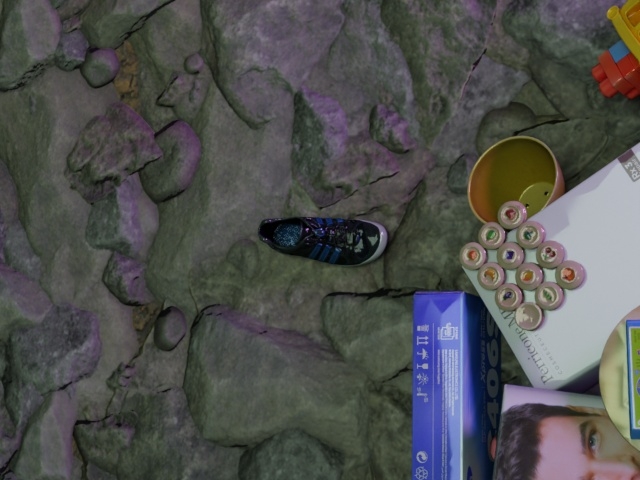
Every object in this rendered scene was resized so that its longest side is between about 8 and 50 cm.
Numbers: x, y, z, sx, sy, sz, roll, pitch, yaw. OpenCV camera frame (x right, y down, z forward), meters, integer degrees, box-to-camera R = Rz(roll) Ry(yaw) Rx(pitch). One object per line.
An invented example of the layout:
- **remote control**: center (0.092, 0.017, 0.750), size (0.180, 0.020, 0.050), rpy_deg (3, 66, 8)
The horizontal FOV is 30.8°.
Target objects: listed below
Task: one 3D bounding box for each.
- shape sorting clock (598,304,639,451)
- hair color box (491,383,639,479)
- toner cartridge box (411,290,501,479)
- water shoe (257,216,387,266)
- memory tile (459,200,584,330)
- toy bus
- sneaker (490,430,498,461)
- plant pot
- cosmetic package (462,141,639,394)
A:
- **shape sorting clock**: center (0.432, 0.163, 1.364), size (0.206, 0.040, 0.206), rpy_deg (-2, 74, 7)
- **hair color box**: center (0.397, 0.299, 1.401), size (0.374, 0.114, 0.185), rpy_deg (6, 66, 12)
- **toner cartridge box**: center (0.187, 0.249, 1.573), size (0.075, 0.165, 0.348), rpy_deg (-3, 81, 27)
- **water shoe**: center (0.000, 0.000, 1.758), size (0.203, 0.080, 0.073), rpy_deg (0, 82, 28)
- **memory tile**: center (0.254, 0.032, 1.483), size (0.113, 0.012, 0.148), rpy_deg (-47, 65, 14)
- **toy bus**: center (0.462, -0.240, 1.498), size (0.211, 0.149, 0.220), rpy_deg (-40, 44, 22)
- **sneaker**: center (0.274, 0.405, 1.529), size (0.136, 0.116, 0.314), rpy_deg (-30, 69, 22)
- **plant pot**: center (0.283, -0.064, 1.604), size (0.134, 0.095, 0.134), rpy_deg (-15, 63, 31)
- **cosmetic package**: center (0.406, 0.021, 1.499), size (0.385, 0.156, 0.217), rpy_deg (-37, 68, 17)
